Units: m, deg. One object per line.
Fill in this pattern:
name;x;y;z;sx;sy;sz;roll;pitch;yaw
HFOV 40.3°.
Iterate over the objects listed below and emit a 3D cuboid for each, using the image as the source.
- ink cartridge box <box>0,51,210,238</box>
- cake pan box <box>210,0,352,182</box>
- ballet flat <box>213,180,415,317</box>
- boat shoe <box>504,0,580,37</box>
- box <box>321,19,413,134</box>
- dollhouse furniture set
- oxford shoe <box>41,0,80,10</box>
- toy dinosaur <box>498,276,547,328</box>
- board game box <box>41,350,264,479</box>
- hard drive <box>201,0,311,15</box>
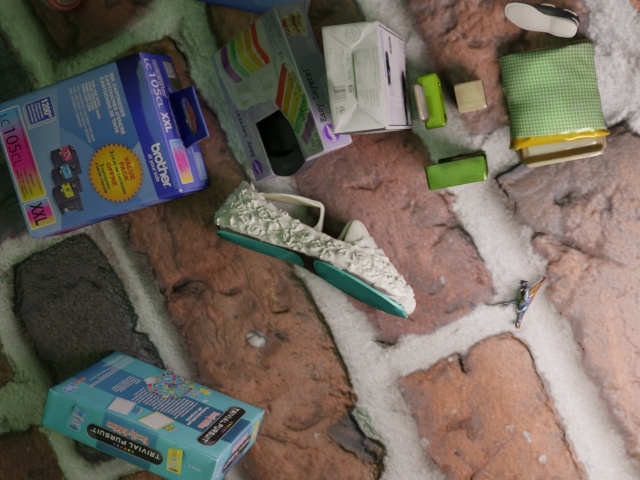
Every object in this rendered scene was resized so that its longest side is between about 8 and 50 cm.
ink cartridge box;-0.386;-0.186;1.646;0.396;0.151;0.269;-16;94;15
cake pan box;-0.072;-0.246;1.525;0.246;0.070;0.266;-15;95;58
ballet flat;0.000;0.000;1.584;0.409;0.147;0.146;24;103;10
boat shoe;0.375;-0.380;1.471;0.125;0.038;0.046;19;144;17
box;0.085;-0.261;1.435;0.087;0.290;0.169;-5;95;14
dollhouse furniture set;0.319;-0.212;1.451;0.302;0.151;0.197;-10;95;16
oxford shoe;-0.576;-0.583;1.671;0.130;0.123;0.348;-25;93;43
toy dinosaur;0.364;0.116;1.548;0.090;0.047;0.082;-10;114;6
board game box;-0.307;0.334;1.644;0.336;0.254;0.079;20;104;11
hard drive;-0.159;-0.533;1.587;0.319;0.040;0.210;15;101;12
